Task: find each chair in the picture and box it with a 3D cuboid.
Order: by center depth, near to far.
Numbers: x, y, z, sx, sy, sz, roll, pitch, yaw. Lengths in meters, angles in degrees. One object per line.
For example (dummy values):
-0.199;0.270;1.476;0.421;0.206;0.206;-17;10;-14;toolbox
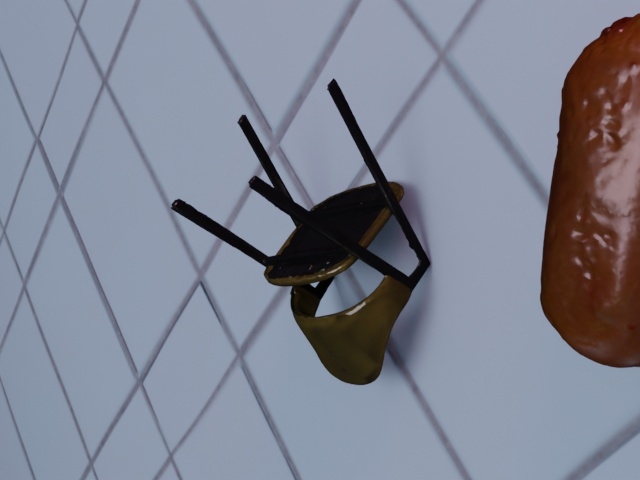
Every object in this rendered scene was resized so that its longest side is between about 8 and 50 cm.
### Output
0.000;0.000;0.978;0.247;0.172;0.158;47;149;-23;chair

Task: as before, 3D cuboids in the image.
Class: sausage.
0.227;-0.031;0.699;0.133;0.133;0.258;22;111;49;sausage
